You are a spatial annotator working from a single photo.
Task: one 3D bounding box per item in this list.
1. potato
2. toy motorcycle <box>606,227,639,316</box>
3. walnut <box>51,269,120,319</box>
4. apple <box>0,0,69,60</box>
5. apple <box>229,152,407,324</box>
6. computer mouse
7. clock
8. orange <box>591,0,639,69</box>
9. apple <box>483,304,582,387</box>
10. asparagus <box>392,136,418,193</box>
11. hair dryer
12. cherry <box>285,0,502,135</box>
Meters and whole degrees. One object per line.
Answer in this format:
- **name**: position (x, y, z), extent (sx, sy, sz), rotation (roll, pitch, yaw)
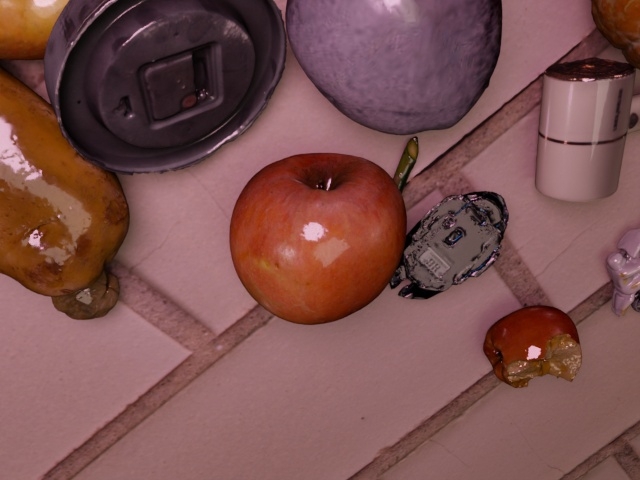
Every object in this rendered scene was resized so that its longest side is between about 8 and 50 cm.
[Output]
- **potato**: position (-0.391, -0.095, 0.616), extent (0.369, 0.195, 0.176), rotation (51, 50, -23)
- **toy motorcycle**: position (0.638, 0.053, 1.034), extent (0.151, 0.074, 0.228), rotation (-5, 119, -11)
- **walnut**: position (-0.339, 0.076, 0.751), extent (0.092, 0.092, 0.092), rotation (-7, 117, -13)
- **apple**: position (-0.302, -0.295, 0.525), extent (0.235, 0.173, 0.210), rotation (-3, 122, -27)
- **apple**: position (0.000, 0.000, 0.733), extent (0.254, 0.253, 0.253), rotation (-7, 117, -13)
- **computer mouse**: position (0.213, 0.007, 0.877), extent (0.242, 0.077, 0.146), rotation (-43, 100, 12)
- **clock**: position (-0.168, -0.190, 0.592), extent (0.281, 0.055, 0.280), rotation (-31, 159, -14)
- **orange**: position (0.509, -0.354, 0.668), extent (0.329, 0.249, 0.329), rotation (1, 75, -5)
- **apple**: position (0.403, 0.202, 1.000), extent (0.158, 0.147, 0.156), rotation (1, 148, -7)
- **asparagus**: position (0.119, -0.055, 0.850), extent (0.034, 0.027, 0.236), rotation (10, 112, -9)
- **hair dryer**: position (0.522, -0.208, 0.854), extent (0.362, 0.128, 0.203), rotation (-17, 119, -17)
- **cherry**: position (0.093, -0.265, 0.629), extent (0.255, 0.218, 0.296), rotation (-37, 125, -5)
